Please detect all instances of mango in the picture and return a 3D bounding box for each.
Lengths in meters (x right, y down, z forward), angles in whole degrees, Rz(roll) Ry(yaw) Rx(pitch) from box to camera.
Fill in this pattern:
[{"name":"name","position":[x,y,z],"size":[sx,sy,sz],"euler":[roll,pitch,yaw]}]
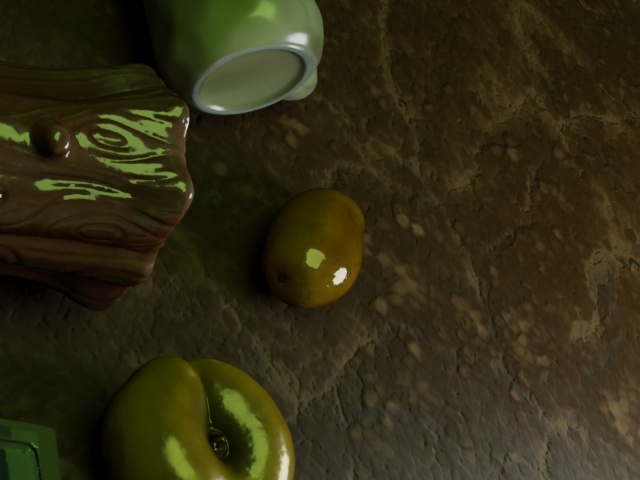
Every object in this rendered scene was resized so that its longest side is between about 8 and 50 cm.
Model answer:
[{"name":"mango","position":[0.000,0.000,1.548],"size":[0.102,0.085,0.184],"euler":[46,36,-10]}]

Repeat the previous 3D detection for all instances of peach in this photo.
[{"name":"peach","position":[-0.105,0.180,1.308],"size":[0.179,0.103,0.179],"euler":[25,45,-28]}]

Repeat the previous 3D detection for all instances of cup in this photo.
[{"name":"cup","position":[-0.095,-0.231,1.594],"size":[0.173,0.255,0.202],"euler":[-17,69,-4]}]

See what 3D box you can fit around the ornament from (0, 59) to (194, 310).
[{"name":"ornament","position":[-0.256,-0.053,1.268],"size":[0.217,0.221,0.235],"euler":[5,19,-37]}]

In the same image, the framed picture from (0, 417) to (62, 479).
[{"name":"framed picture","position":[-0.297,0.303,1.040],"size":[0.326,0.028,0.446],"euler":[16,45,-40]}]
